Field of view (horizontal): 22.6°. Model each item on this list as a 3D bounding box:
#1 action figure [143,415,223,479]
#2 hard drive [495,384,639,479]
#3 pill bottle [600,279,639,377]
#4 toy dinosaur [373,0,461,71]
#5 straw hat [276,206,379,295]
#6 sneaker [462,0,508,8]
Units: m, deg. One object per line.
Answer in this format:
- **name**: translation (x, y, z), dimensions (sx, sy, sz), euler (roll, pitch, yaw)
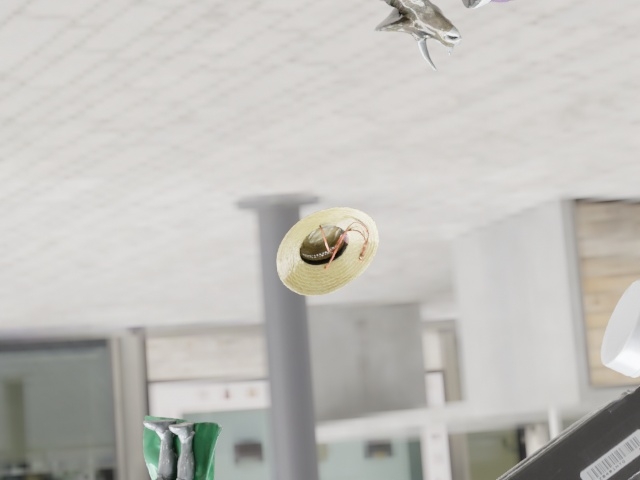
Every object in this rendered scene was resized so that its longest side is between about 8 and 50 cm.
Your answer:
- **action figure**: translation (-0.157, 0.310, 1.721), dimensions (0.063, 0.232, 0.137), euler (-1, 180, -38)
- **hard drive**: translation (0.133, 0.250, 1.307), dimensions (0.237, 0.064, 0.339), euler (-31, 165, -26)
- **pill bottle**: translation (0.391, 0.121, 1.548), dimensions (0.221, 0.124, 0.124), euler (23, 167, -6)
- **toy dinosaur**: translation (0.080, -0.376, 2.021), dimensions (0.121, 0.313, 0.160), euler (-13, 154, -17)
- **straw hat**: translation (0.000, 0.000, 2.121), dimensions (0.144, 0.144, 0.061), euler (0, -148, -25)
- **sneaker**: translation (0.236, -0.305, 1.613), dimensions (0.124, 0.107, 0.283), euler (-5, 180, -13)
